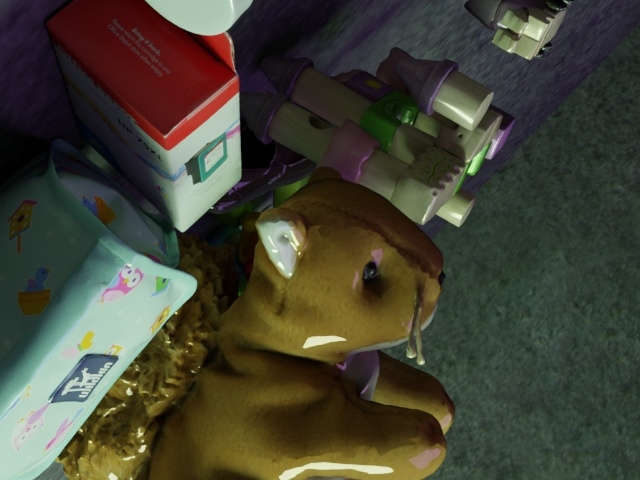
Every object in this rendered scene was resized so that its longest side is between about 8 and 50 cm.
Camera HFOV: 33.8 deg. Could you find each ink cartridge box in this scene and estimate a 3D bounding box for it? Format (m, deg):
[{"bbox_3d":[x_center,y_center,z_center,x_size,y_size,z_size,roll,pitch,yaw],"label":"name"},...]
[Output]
[{"bbox_3d":[-0.134,-0.115,0.827,0.078,0.134,0.231,-43,166,-17],"label":"ink cartridge box"}]

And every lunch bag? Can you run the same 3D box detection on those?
[{"bbox_3d":[-0.218,0.057,0.812,0.223,0.160,0.262,-49,-159,1],"label":"lunch bag"}]

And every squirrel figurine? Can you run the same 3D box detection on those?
[{"bbox_3d":[-0.066,0.112,0.970,0.281,0.396,0.371,-42,144,-62],"label":"squirrel figurine"}]

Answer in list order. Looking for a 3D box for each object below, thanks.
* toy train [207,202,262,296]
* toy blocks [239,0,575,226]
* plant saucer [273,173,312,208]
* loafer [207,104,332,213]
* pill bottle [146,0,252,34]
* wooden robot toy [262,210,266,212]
[{"bbox_3d":[-0.078,-0.012,1.342,0.105,0.143,0.248,-30,153,-29],"label":"toy train"},{"bbox_3d":[0.056,-0.150,1.111,0.288,0.260,0.309,-40,157,-53],"label":"toy blocks"},{"bbox_3d":[0.000,0.000,1.396,0.037,0.241,0.241,-13,154,-21],"label":"plant saucer"},{"bbox_3d":[-0.057,-0.106,1.235,0.220,0.080,0.078,-38,165,-37],"label":"loafer"},{"bbox_3d":[-0.040,-0.239,0.711,0.208,0.117,0.118,-56,172,-26],"label":"pill bottle"},{"bbox_3d":[-0.017,-0.044,1.562,0.173,0.079,0.076,-44,167,-13],"label":"wooden robot toy"}]
